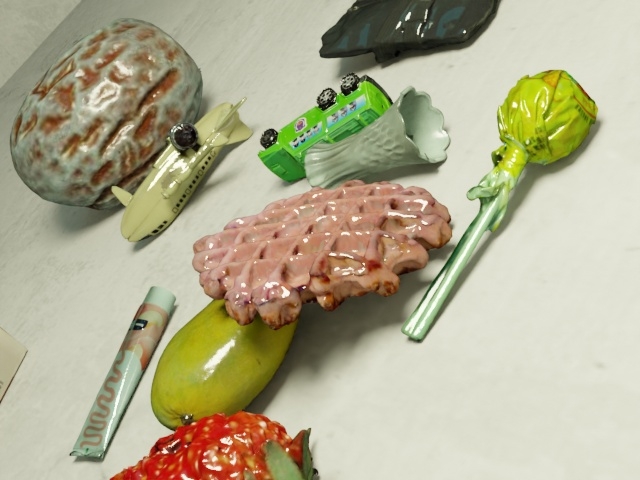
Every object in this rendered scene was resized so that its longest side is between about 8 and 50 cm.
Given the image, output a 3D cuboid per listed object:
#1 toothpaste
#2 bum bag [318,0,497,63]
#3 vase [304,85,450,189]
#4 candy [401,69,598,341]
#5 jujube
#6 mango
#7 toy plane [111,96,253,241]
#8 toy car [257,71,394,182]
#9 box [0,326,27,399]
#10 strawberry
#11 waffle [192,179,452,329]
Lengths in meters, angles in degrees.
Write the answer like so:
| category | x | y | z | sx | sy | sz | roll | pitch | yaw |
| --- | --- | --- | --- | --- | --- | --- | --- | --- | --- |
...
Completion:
| category | x | y | z | sx | sy | sz | roll | pitch | yaw |
| --- | --- | --- | --- | --- | --- | --- | --- | --- | --- |
| toothpaste | -0.215 | 0.144 | 0.977 | 0.056 | 0.036 | 0.205 | -11 | 47 | 41 |
| bum bag | 0.106 | -0.271 | 1.088 | 0.248 | 0.060 | 0.123 | -3 | 50 | 47 |
| vase | 0.051 | -0.093 | 0.917 | 0.148 | 0.081 | 0.081 | -22 | 36 | 40 |
| candy | 0.141 | -0.031 | 0.745 | 0.073 | 0.077 | 0.262 | 26 | 80 | 43 |
| jujube | -0.335 | -0.187 | 1.359 | 0.308 | 0.215 | 0.246 | -54 | 30 | -15 |
| mango | -0.083 | 0.095 | 0.819 | 0.191 | 0.085 | 0.122 | -56 | 17 | -27 |
| toy plane | -0.191 | -0.102 | 1.207 | 0.244 | 0.092 | 0.229 | -46 | 14 | -9 |
| toy car | 0.006 | -0.118 | 1.008 | 0.165 | 0.071 | 0.062 | -31 | 46 | 21 |
| box | -0.575 | 0.260 | 1.240 | 0.353 | 0.069 | 0.214 | -20 | 37 | 32 |
| strawberry | -0.109 | 0.198 | 0.712 | 0.228 | 0.098 | 0.174 | 0 | 51 | 50 |
| waffle | 0.000 | 0.000 | 0.804 | 0.234 | 0.055 | 0.221 | -20 | 24 | -17 |
